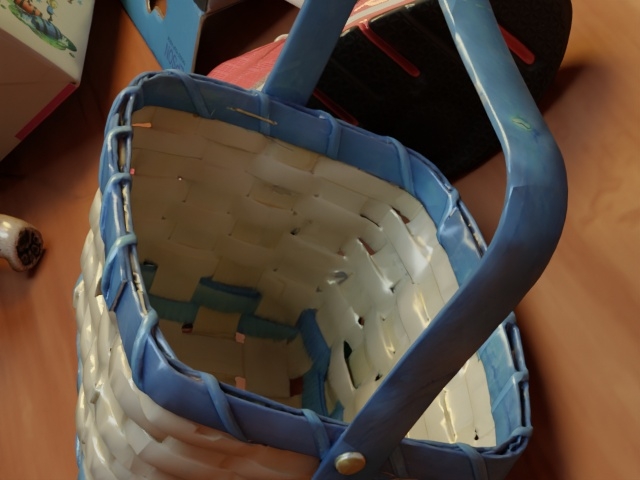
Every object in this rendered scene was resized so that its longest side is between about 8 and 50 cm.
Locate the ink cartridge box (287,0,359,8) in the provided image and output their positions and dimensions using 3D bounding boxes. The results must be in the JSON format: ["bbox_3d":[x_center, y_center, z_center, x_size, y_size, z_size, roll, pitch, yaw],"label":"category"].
[{"bbox_3d":[0.014,-0.176,0.968,0.122,0.088,0.052,40,133,53],"label":"ink cartridge box"}]

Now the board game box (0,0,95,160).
[{"bbox_3d":[-0.266,-0.184,1.227,0.224,0.097,0.303,-36,37,33],"label":"board game box"}]

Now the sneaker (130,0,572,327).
[{"bbox_3d":[-0.009,-0.083,0.889,0.314,0.116,0.136,-32,38,21],"label":"sneaker"}]

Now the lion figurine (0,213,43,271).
[{"bbox_3d":[-0.332,-0.074,1.057,0.240,0.392,0.142,8,25,29],"label":"lion figurine"}]

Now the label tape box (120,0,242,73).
[{"bbox_3d":[-0.057,-0.293,1.102,0.240,0.106,0.334,-123,37,-53],"label":"label tape box"}]

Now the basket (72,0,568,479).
[{"bbox_3d":[0.000,0.000,0.704,0.255,0.201,0.289,-99,28,-46],"label":"basket"}]
